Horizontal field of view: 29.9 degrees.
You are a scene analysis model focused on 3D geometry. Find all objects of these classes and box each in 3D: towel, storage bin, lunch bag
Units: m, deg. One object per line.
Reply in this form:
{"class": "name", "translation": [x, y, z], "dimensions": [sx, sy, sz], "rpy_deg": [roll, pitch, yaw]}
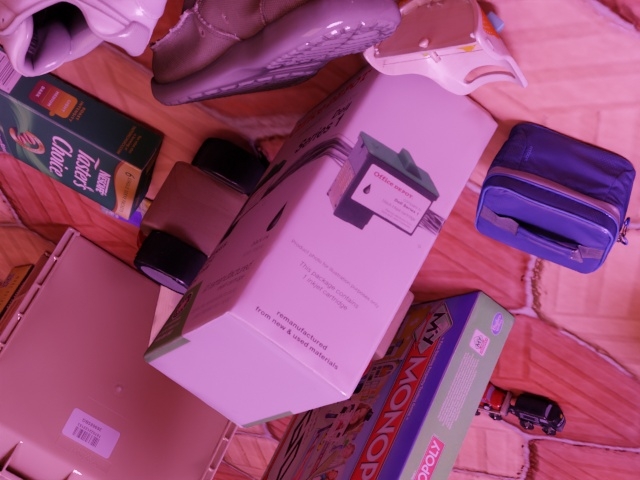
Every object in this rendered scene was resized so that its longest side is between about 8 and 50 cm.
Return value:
{"class": "towel", "translation": [-0.172, -0.027, 1.122], "dimensions": [0.083, 0.009, 0.060], "rpy_deg": [25, 155, 5]}
{"class": "storage bin", "translation": [-0.227, 0.167, 1.253], "dimensions": [0.262, 0.260, 0.123], "rpy_deg": [34, 150, -13]}
{"class": "lunch bag", "translation": [0.151, -0.021, 0.762], "dimensions": [0.098, 0.065, 0.067], "rpy_deg": [22, 154, 12]}

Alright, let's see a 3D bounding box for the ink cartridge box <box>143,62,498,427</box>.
{"class": "ink cartridge box", "translation": [0.000, 0.000, 0.772], "dimensions": [0.093, 0.219, 0.160], "rpy_deg": [37, 152, -13]}

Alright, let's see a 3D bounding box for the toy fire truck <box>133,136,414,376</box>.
{"class": "toy fire truck", "translation": [-0.060, 0.050, 1.024], "dimensions": [0.217, 0.158, 0.246], "rpy_deg": [29, 166, -5]}

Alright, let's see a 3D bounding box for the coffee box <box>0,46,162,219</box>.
{"class": "coffee box", "translation": [-0.227, -0.094, 1.014], "dimensions": [0.184, 0.040, 0.113], "rpy_deg": [29, 154, -4]}

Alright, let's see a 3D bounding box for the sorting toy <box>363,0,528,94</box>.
{"class": "sorting toy", "translation": [0.083, -0.109, 0.698], "dimensions": [0.083, 0.044, 0.075], "rpy_deg": [-1, 150, 44]}

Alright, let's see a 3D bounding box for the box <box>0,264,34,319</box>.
{"class": "box", "translation": [-0.290, 0.130, 1.439], "dimensions": [0.232, 0.087, 0.058], "rpy_deg": [40, 154, -26]}

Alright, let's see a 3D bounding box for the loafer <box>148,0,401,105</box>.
{"class": "loafer", "translation": [-0.037, -0.139, 0.722], "dimensions": [0.251, 0.094, 0.087], "rpy_deg": [-9, 94, 59]}

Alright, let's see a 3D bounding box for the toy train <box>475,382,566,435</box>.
{"class": "toy train", "translation": [0.151, 0.147, 1.117], "dimensions": [0.158, 0.027, 0.036], "rpy_deg": [12, 147, 28]}

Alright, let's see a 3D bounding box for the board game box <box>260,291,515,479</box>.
{"class": "board game box", "translation": [0.024, 0.196, 0.994], "dimensions": [0.046, 0.317, 0.213], "rpy_deg": [38, 152, -20]}

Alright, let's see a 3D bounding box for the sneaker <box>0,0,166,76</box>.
{"class": "sneaker", "translation": [-0.192, -0.163, 0.750], "dimensions": [0.232, 0.115, 0.090], "rpy_deg": [10, 173, 33]}
